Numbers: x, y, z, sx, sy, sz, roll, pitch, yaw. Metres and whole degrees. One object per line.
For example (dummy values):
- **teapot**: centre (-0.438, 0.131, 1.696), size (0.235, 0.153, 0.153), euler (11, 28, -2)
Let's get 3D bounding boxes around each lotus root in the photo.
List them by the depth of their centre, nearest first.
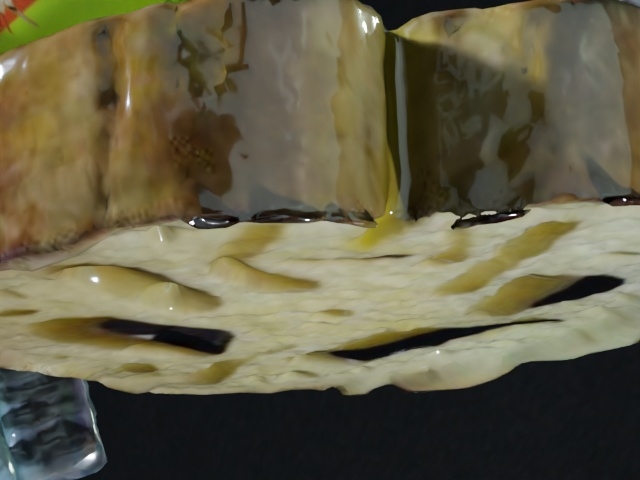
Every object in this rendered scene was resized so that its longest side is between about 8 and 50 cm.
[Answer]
- **lotus root**: centre (0.000, 0.000, 0.902), size (0.391, 0.375, 0.111), euler (2, -113, -27)

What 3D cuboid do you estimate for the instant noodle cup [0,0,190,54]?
- **instant noodle cup**: centre (-0.052, -0.231, 0.974), size (0.294, 0.308, 0.293), euler (20, -123, -33)

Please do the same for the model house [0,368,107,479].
- **model house**: centre (-0.331, 0.060, 1.160), size (0.360, 0.297, 0.339), euler (-14, -135, -9)
